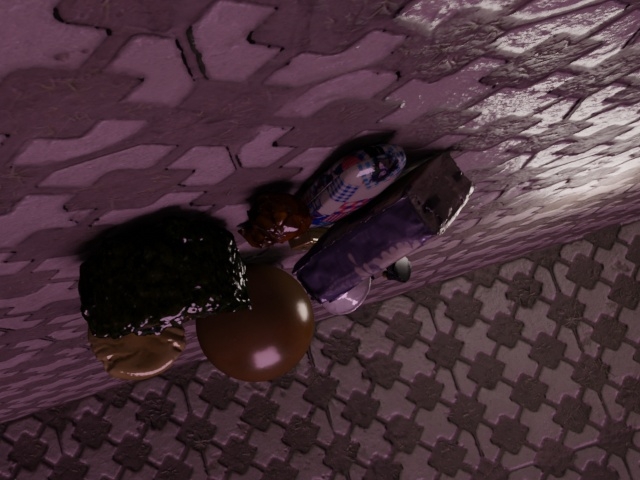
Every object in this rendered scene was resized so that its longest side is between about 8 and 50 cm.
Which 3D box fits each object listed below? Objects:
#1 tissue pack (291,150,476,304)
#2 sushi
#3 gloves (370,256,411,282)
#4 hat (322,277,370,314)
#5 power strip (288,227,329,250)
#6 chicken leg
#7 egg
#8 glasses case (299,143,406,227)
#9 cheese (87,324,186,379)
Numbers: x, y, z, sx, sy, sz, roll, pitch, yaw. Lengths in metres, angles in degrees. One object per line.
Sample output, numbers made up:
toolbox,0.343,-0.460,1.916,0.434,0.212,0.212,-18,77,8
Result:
tissue pack,0.127,-0.025,1.527,0.343,0.125,0.242,-36,-176,40
sushi,-0.302,0.084,1.444,0.294,0.178,0.352,-17,172,8
gloves,0.202,0.081,2.484,0.180,0.106,0.129,10,-171,42
hat,0.031,0.104,2.139,0.203,0.203,0.126,-24,149,27
power strip,0.000,0.000,1.856,0.064,0.044,0.305,-22,168,23
chicken leg,-0.102,-0.033,1.468,0.113,0.093,0.304,13,169,-16
egg,-0.164,0.211,1.941,0.301,0.301,0.374,-19,168,2
glasses case,0.046,-0.094,1.395,0.125,0.076,0.327,-13,168,-25
cheese,-0.449,0.235,1.859,0.226,0.214,0.117,-21,175,-22
